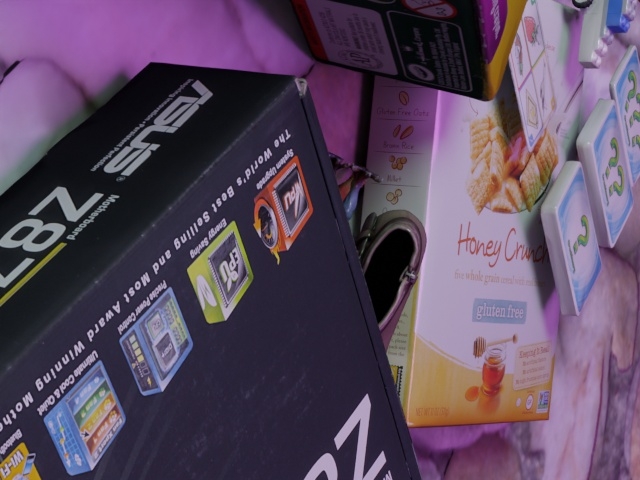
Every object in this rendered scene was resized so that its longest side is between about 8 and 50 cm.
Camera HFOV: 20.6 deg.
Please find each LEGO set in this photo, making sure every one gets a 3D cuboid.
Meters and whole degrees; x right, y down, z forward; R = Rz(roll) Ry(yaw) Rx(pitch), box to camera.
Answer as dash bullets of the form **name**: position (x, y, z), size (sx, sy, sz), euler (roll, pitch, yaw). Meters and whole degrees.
- **LEGO set**: position (0.161, -0.106, 0.977), size (0.182, 0.060, 0.244), euler (-55, 138, -46)

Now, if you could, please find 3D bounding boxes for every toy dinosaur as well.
- **toy dinosaur**: position (0.000, 0.000, 0.858), size (0.082, 0.047, 0.090), euler (-65, 156, 4)

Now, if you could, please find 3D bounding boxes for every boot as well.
- **boot**: position (0.018, 0.041, 0.843), size (0.087, 0.042, 0.118), euler (118, -9, -87)

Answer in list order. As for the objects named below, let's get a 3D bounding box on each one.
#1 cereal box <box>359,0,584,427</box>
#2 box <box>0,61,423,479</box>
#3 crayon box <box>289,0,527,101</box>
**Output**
- **cereal box**: position (0.084, -0.020, 0.964), size (0.173, 0.047, 0.240), euler (5, 91, -57)
- **box**: position (-0.101, 0.164, 0.687), size (0.395, 0.097, 0.318), euler (-48, 135, -41)
- **crayon box**: position (0.061, -0.268, 0.723), size (0.363, 0.106, 0.313), euler (62, 45, -73)
